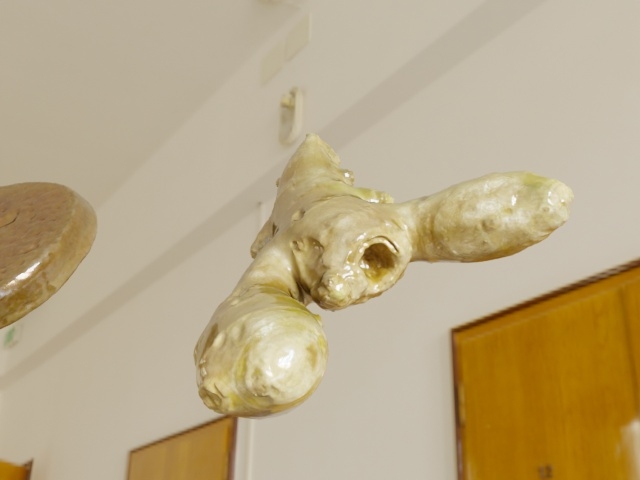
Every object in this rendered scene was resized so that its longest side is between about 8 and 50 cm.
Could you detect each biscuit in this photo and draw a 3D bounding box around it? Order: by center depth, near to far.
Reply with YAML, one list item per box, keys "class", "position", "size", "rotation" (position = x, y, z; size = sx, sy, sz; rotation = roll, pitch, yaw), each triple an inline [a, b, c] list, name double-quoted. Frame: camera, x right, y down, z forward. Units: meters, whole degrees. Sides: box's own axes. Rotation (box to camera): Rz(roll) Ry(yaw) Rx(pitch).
- class: "biscuit"
  position: [-0.479, 0.052, 1.082]
  size: [0.395, 0.350, 0.070]
  rotation: [-4, -53, 25]

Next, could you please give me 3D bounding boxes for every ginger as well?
- class: "ginger"
  position: [-0.004, 0.021, 0.810]
  size: [0.348, 0.363, 0.122]
  rotation: [14, -42, 57]
